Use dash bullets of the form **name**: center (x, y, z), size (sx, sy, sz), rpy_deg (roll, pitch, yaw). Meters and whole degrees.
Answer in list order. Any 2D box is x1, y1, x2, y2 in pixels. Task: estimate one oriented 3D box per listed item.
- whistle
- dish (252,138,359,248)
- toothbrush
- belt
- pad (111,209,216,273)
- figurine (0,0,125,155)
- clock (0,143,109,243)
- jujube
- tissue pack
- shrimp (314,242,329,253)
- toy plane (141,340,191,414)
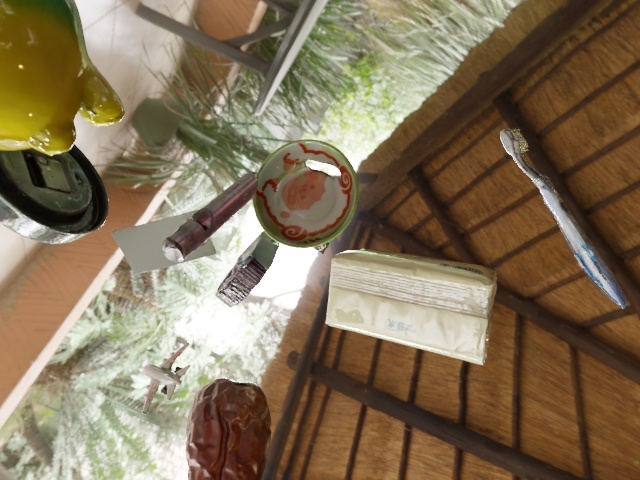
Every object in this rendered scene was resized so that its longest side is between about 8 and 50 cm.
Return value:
- **whistle**: center (-0.122, -0.033, 0.490), size (0.033, 0.033, 0.176), rpy_deg (-48, -174, 39)
- **dish**: center (-0.036, -0.133, 1.256), size (0.324, 0.324, 0.124), rpy_deg (-59, 166, 2)
- **toothbrush**: center (0.407, -0.064, 0.717), size (0.035, 0.042, 0.414), rpy_deg (87, -4, -53)
- **belt**: center (-0.264, 0.100, 1.555), size (0.260, 0.122, 0.325), rpy_deg (-43, -168, 36)
- **pad**: center (-0.463, 0.007, 1.234), size (0.264, 0.160, 0.009), rpy_deg (-14, -150, 1)
- **figurine**: center (-0.438, -0.283, 0.551), size (0.231, 0.323, 0.340), rpy_deg (-25, -110, 43)
- **clock**: center (-0.761, -0.169, 1.122), size (0.076, 0.386, 0.386), rpy_deg (-28, -157, 13)
- **jujube**: center (-0.236, 0.514, 1.020), size (0.216, 0.216, 0.342), rpy_deg (-47, -144, 40)
- **tissue pack**: center (0.239, 0.144, 1.046), size (0.297, 0.380, 0.207), rpy_deg (-2, 100, -64)
- **shrimp**: center (-0.001, 0.000, 1.394), size (0.073, 0.075, 0.190), rpy_deg (-45, 166, 0)
- **toy plane**: center (-0.341, 0.295, 0.896), size (0.171, 0.065, 0.162), rpy_deg (-15, -140, 51)
